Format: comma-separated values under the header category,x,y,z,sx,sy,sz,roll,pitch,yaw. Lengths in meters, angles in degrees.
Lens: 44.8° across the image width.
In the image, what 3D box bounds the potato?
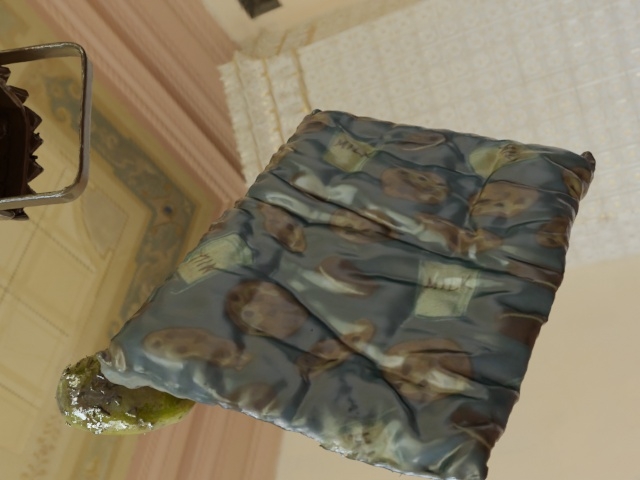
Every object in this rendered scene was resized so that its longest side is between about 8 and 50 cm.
category,x,y,z,sx,sy,sz,roll,pitch,yaw
potato,-0.299,0.240,1.263,0.251,0.113,0.149,0,-100,-19

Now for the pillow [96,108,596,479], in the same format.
category,x,y,z,sx,sy,sz,roll,pitch,yaw
pillow,0.030,0.003,0.404,0.255,0.189,0.034,-53,-35,-45

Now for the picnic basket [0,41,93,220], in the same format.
category,x,y,z,sx,sy,sz,roll,pitch,yaw
picnic basket,-0.499,-0.166,1.151,0.291,0.321,0.254,70,-164,-69

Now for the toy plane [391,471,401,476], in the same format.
category,x,y,z,sx,sy,sz,roll,pitch,yaw
toy plane,0.132,0.334,1.229,0.024,0.084,0.078,28,-143,-17
